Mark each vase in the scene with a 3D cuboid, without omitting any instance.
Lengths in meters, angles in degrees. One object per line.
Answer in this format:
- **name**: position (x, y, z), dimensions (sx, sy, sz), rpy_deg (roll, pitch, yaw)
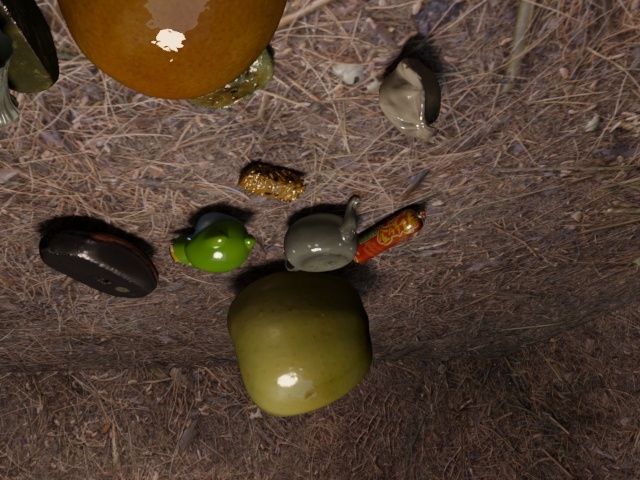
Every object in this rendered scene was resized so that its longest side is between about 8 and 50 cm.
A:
- **vase**: position (-0.444, -0.212, 0.743), dimensions (0.081, 0.081, 0.149), rpy_deg (3, 159, -21)

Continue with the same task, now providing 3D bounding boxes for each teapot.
- **teapot**: position (0.000, 0.000, 1.436), dimensions (0.193, 0.129, 0.294), rpy_deg (14, 150, -38)

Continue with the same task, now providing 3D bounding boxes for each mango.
- **mango**: position (-0.146, -0.324, 0.601), dimensions (0.264, 0.221, 0.378), rpy_deg (14, 138, -29)

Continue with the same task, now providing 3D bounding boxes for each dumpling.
- **dumpling**: position (0.161, -0.232, 0.967), dimensions (0.108, 0.127, 0.188), rpy_deg (-17, 160, 5)

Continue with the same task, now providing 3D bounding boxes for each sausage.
- **sausage**: position (0.184, -0.019, 1.503), dimensions (0.083, 0.083, 0.264), rpy_deg (14, 146, -38)

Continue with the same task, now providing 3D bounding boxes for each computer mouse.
- **computer mouse**: position (-0.550, 0.049, 1.412), dimensions (0.183, 0.116, 0.323), rpy_deg (-15, 146, 25)

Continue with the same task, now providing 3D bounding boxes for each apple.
- **apple**: position (-0.061, 0.302, 1.707), dimensions (0.474, 0.473, 0.473), rpy_deg (-5, 155, -3)

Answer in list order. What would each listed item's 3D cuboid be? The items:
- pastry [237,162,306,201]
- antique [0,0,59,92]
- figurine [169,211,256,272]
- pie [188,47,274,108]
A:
- **pastry**: position (-0.106, -0.125, 1.222), dimensions (0.140, 0.056, 0.080), rpy_deg (19, 138, -33)
- **antique**: position (-0.429, -0.294, 0.749), dimensions (0.081, 0.080, 0.221), rpy_deg (-4, 156, -4)
- **figurine**: position (-0.278, 0.015, 1.396), dimensions (0.162, 0.143, 0.263), rpy_deg (12, 161, -41)
- **pie**: position (-0.167, -0.276, 0.895), dimensions (0.187, 0.041, 0.187), rpy_deg (-6, 155, -3)
